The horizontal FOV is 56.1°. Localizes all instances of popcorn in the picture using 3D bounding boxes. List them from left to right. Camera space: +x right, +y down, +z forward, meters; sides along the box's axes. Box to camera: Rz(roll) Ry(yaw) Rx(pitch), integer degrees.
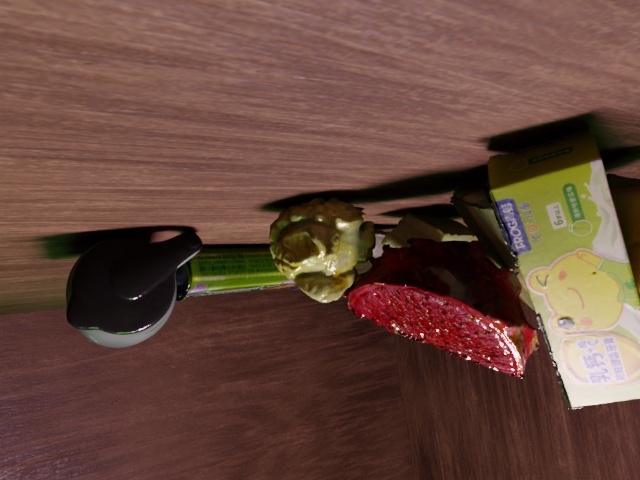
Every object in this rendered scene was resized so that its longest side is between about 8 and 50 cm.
[{"bbox_3d":[0.000,0.000,0.806,0.135,0.162,0.141,29,136,-13],"label":"popcorn"}]

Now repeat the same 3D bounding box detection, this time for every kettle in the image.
[{"bbox_3d":[-0.278,0.062,0.912,0.221,0.161,0.236,-35,-178,-22],"label":"kettle"}]

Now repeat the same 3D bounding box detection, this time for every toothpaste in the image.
[{"bbox_3d":[0.284,0.043,0.662,0.110,0.327,0.077,-17,-154,23],"label":"toothpaste"}]

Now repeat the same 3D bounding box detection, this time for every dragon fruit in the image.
[{"bbox_3d":[0.168,0.048,0.797,0.274,0.161,0.126,20,140,19],"label":"dragon fruit"}]

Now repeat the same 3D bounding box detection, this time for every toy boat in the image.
[{"bbox_3d":[0.221,0.004,1.078,0.111,0.084,0.276,33,-166,36],"label":"toy boat"}]

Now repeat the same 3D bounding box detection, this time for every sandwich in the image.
[{"bbox_3d":[0.324,-0.030,0.795,0.198,0.227,0.155,-41,-162,-3],"label":"sandwich"}]

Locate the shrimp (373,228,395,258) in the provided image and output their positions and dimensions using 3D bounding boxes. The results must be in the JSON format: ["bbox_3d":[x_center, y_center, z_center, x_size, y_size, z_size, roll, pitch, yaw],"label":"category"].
[{"bbox_3d":[0.058,0.008,1.177,0.316,0.062,0.164,3,173,-37],"label":"shrimp"}]

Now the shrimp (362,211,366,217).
[{"bbox_3d":[0.010,-0.029,0.926,0.127,0.025,0.091,-9,175,-30],"label":"shrimp"}]

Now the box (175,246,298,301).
[{"bbox_3d":[-0.165,0.063,1.203,0.134,0.097,0.345,-12,172,39],"label":"box"}]
